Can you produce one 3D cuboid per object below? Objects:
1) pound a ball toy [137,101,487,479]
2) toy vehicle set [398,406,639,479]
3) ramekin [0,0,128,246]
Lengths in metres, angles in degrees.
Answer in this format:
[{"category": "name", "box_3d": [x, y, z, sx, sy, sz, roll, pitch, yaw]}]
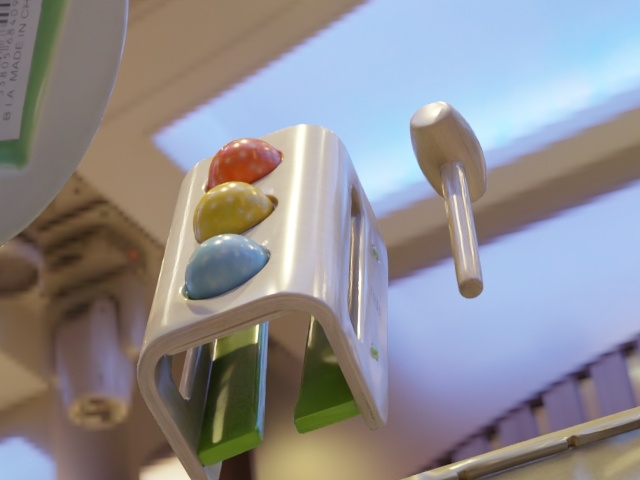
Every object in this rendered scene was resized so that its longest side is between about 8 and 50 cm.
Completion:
[{"category": "pound a ball toy", "box_3d": [0.000, 0.000, 1.259, 0.208, 0.319, 0.135, -21, -67, 11]}, {"category": "toy vehicle set", "box_3d": [0.124, 0.133, 0.565, 0.166, 0.267, 0.035, -13, -64, -27]}, {"category": "ramekin", "box_3d": [-0.249, -0.126, 1.135, 0.148, 0.303, 0.303, 21, -24, 29]}]
